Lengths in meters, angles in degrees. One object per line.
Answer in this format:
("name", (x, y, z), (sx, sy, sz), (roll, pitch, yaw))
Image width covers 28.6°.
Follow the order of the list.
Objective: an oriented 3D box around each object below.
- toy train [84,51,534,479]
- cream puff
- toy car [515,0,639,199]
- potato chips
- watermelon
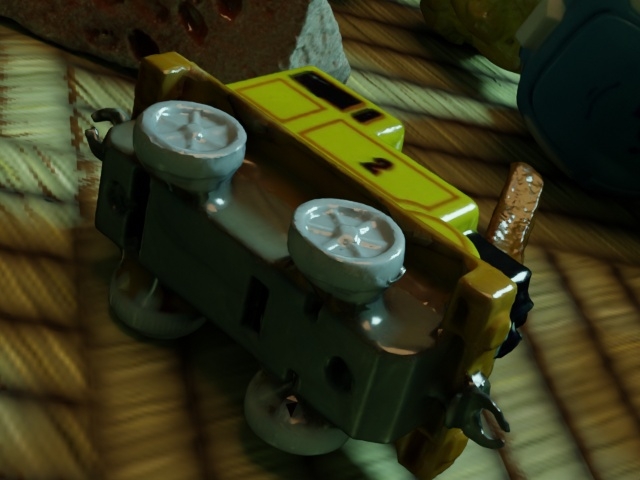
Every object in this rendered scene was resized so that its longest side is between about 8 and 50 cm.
("toy train", (0.000, 0.000, 0.477), (0.219, 0.089, 0.127), (36, 39, 30))
("cream puff", (0.123, -0.178, 0.810), (0.121, 0.156, 0.156), (45, 23, -22))
("toy car", (0.259, -0.069, 0.708), (0.314, 0.198, 0.166), (9, 59, -20))
("potato chips", (0.075, 0.027, 0.560), (0.026, 0.037, 0.204), (17, 34, 9))
("watermelon", (-0.086, -0.149, 0.651), (0.241, 0.154, 0.094), (36, 30, -4))
